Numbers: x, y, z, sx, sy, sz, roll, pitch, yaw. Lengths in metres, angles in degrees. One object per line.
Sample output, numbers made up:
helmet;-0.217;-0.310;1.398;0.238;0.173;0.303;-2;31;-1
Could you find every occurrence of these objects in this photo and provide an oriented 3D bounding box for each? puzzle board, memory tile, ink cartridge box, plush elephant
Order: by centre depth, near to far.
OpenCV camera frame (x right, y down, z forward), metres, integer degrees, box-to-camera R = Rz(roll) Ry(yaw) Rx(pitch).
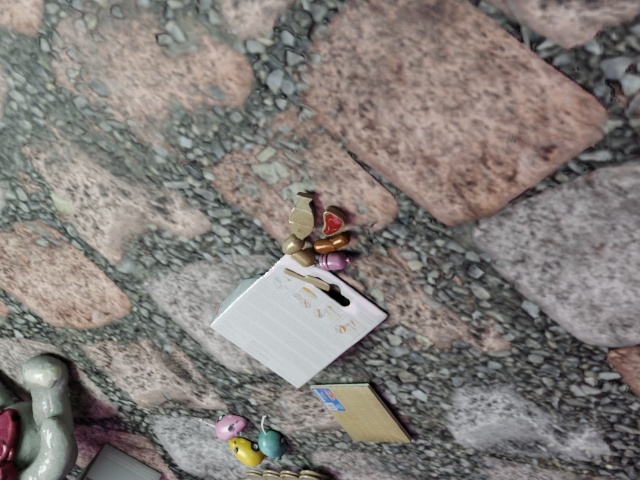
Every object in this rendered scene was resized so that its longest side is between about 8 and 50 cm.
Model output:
ink cartridge box;-0.027;0.086;1.112;0.145;0.045;0.179;37;123;-14
puzzle board;0.056;0.233;1.251;0.096;0.011;0.128;-7;132;37
memory tile;-0.039;0.390;1.477;0.148;0.012;0.113;-7;144;36
plush elephant;-0.537;0.375;1.488;0.272;0.255;0.329;-1;114;33

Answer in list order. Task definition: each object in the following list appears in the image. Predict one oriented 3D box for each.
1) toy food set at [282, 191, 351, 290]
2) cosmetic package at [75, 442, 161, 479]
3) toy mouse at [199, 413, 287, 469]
toy food set;0.000;0.000;0.997;0.078;0.019;0.122;22;135;4
cosmetic package;-0.402;0.481;1.736;0.127;0.107;0.238;33;140;-10
toy mouse;-0.108;0.305;1.412;0.161;0.031;0.143;29;143;-5
